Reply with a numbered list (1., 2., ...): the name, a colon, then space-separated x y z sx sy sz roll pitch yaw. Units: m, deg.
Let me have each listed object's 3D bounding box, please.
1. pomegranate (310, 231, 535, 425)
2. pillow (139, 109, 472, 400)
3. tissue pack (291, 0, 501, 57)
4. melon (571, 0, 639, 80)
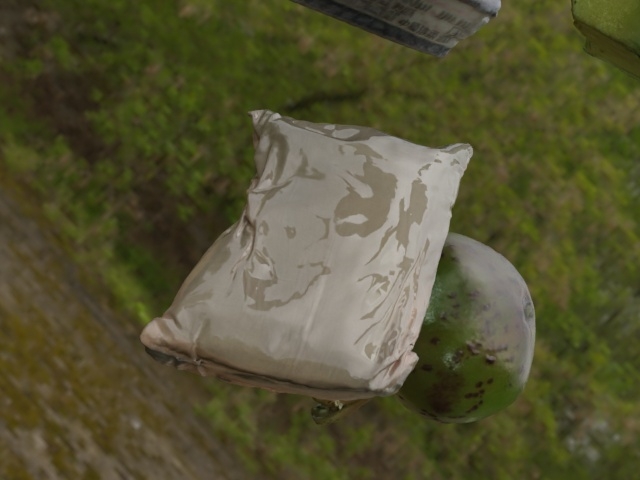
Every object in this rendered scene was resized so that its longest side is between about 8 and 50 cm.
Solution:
1. pomegranate: 0.117 0.104 1.695 0.231 0.285 0.231 179 -90 -87
2. pillow: 0.000 0.000 0.966 0.173 0.270 0.067 15 -45 4
3. tissue pack: 0.003 -0.379 1.522 0.394 0.124 0.288 14 53 -46
4. melon: 0.293 -0.231 1.286 0.124 0.196 0.323 8 -3 15
